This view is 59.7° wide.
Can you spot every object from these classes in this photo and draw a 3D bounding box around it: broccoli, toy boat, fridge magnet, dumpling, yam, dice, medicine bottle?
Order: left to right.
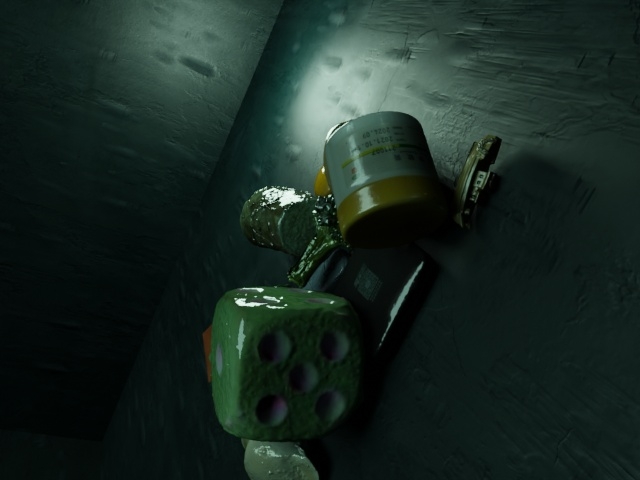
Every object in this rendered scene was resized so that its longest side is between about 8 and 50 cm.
[{"bbox_3d":[-0.109,0.609,1.481,0.243,0.175,0.227,-151,51,-76],"label":"dumpling"},{"bbox_3d":[-0.089,0.289,1.373,0.322,0.330,0.318,-166,78,-67],"label":"dice"},{"bbox_3d":[-0.102,-0.056,1.800,0.348,0.241,0.241,15,86,60],"label":"yam"},{"bbox_3d":[-0.004,-0.016,1.563,0.275,0.177,0.198,-39,49,16],"label":"broccoli"},{"bbox_3d":[0.028,-0.198,1.823,0.143,0.063,0.143,-38,43,45],"label":"fridge magnet"},{"bbox_3d":[0.142,-0.130,1.243,0.238,0.238,0.232,-38,56,47],"label":"medicine bottle"},{"bbox_3d":[0.340,-0.124,1.198,0.072,0.064,0.206,22,96,44],"label":"toy boat"}]

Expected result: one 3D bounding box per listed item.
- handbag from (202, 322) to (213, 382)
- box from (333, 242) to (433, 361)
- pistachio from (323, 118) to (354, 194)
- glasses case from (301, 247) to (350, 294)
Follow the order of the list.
[{"bbox_3d":[-0.306,0.336,1.729,0.127,0.063,0.190,-44,43,26],"label":"handbag"},{"bbox_3d":[0.146,0.116,1.389,0.290,0.073,0.289,-65,28,11],"label":"box"},{"bbox_3d":[0.085,-0.226,1.645,0.213,0.163,0.260,-100,20,-78],"label":"pistachio"},{"bbox_3d":[0.003,0.141,1.646,0.282,0.067,0.109,-51,32,28],"label":"glasses case"}]
